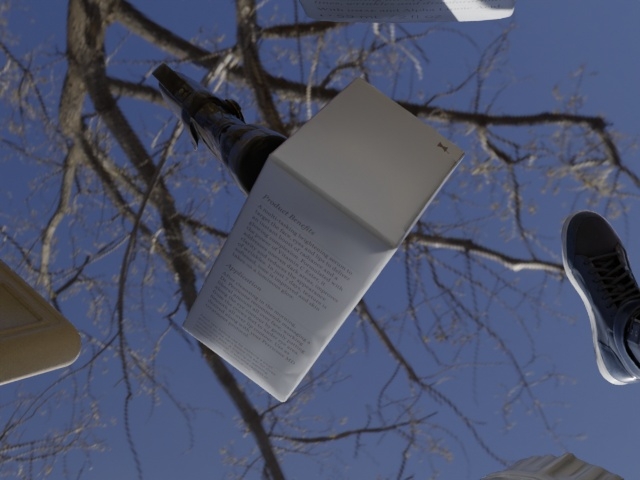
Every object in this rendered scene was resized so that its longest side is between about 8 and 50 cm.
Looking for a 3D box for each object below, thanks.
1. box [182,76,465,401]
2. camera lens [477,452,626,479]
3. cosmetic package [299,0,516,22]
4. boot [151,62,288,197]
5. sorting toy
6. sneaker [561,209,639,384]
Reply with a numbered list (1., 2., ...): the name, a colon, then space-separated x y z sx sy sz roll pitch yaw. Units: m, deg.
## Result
1. box: 0.000 0.000 0.576 0.091 0.170 0.130 36 -140 5
2. camera lens: 0.096 0.285 0.511 0.274 0.219 0.219 -28 -99 -33
3. cosmetic package: 0.033 -0.160 0.355 0.117 0.231 0.085 1 -89 9
4. boot: -0.057 -0.075 0.929 0.091 0.229 0.263 -43 -50 -4
5. sorting toy: -0.380 0.063 0.688 0.229 0.041 0.307 38 -151 28
6. sneaker: 0.369 0.061 1.025 0.086 0.163 0.226 -16 -96 -6
